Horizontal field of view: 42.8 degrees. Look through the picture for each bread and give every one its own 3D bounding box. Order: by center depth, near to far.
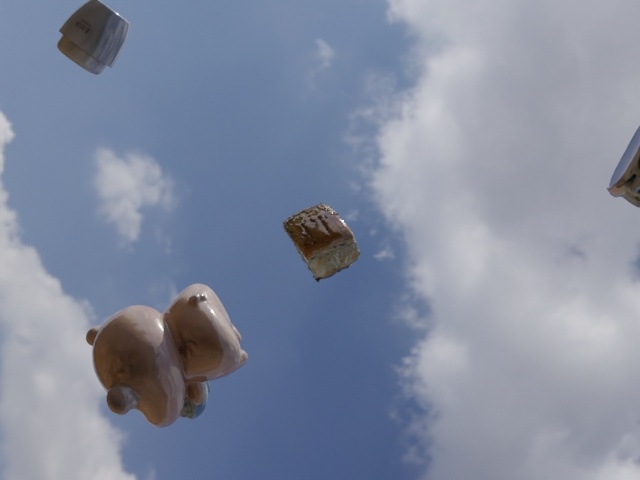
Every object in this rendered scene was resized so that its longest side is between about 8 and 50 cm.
[{"bbox_3d":[0.001,-0.002,1.050,0.083,0.070,0.077,50,-10,43],"label":"bread"}]

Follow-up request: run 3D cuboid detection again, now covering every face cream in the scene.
[{"bbox_3d":[-0.334,-0.301,1.204,0.091,0.091,0.095,39,-84,37],"label":"face cream"}]

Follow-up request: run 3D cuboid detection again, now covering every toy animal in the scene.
[{"bbox_3d":[-0.246,0.184,1.361,0.221,0.229,0.210,-51,-145,11],"label":"toy animal"}]

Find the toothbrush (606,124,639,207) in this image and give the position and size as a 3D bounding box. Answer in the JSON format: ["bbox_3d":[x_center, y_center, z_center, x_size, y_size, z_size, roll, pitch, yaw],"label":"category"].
[{"bbox_3d":[0.228,-0.146,0.434,0.288,0.026,0.024,-62,-161,-5],"label":"toothbrush"}]
